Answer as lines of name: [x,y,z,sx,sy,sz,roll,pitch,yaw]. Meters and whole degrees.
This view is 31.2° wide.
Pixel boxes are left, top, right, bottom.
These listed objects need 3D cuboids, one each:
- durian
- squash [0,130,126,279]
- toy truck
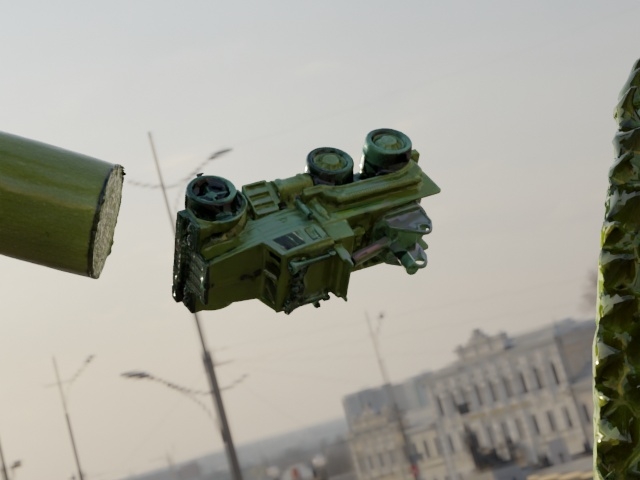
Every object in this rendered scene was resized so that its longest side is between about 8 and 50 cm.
durian: [0.193,0.042,0.628,0.158,0.355,0.169,19,-28,-11]
squash: [-0.338,-0.050,1.201,0.247,0.132,0.132,15,-11,-1]
toy truck: [-0.004,-0.001,1.049,0.260,0.135,0.128,-12,-48,-25]
